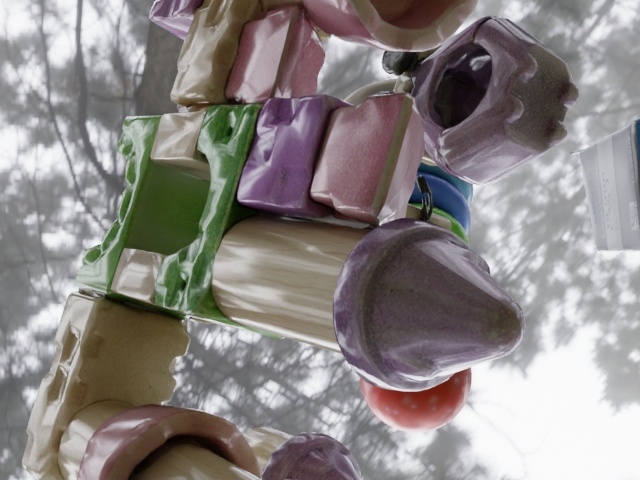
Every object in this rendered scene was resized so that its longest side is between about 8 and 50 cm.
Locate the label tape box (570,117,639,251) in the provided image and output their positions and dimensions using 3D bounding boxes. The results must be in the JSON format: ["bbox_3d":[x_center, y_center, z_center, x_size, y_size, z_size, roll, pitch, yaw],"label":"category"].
[{"bbox_3d":[0.358,-0.052,0.998,0.240,0.333,0.106,-7,-91,4],"label":"label tape box"}]

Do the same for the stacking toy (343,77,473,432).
[{"bbox_3d":[0.073,0.018,1.018,0.141,0.141,0.330,9,-129,-9],"label":"stacking toy"}]

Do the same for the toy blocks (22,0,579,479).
[{"bbox_3d":[0.000,0.000,0.440,0.309,0.260,0.289,21,-98,-35],"label":"toy blocks"}]
